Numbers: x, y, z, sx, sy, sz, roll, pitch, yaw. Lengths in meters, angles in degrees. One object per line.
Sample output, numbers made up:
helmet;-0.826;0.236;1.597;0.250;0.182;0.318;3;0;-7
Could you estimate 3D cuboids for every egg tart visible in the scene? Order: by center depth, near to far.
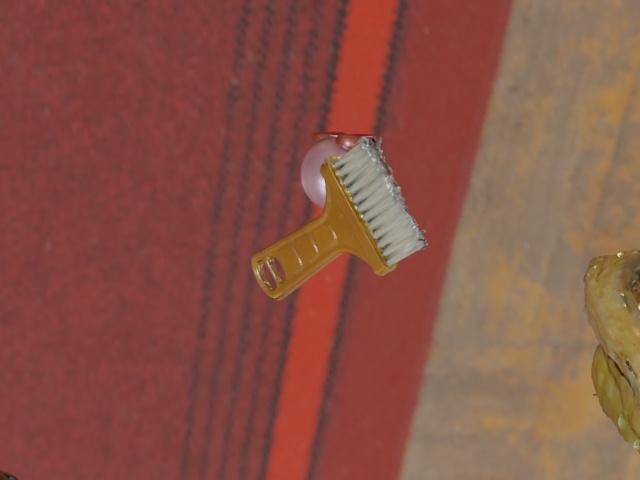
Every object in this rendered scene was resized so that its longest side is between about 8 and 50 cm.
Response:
egg tart;0.273;0.124;1.205;0.290;0.291;0.107;22;121;-29

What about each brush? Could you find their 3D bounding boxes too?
brush;0.000;0.000;1.379;0.017;0.090;0.314;-26;177;-22

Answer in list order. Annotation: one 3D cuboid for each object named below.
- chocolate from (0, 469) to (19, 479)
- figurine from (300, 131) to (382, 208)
chocolate;-0.140;0.254;0.908;0.126;0.148;0.343;0;133;31
figurine;0.014;-0.062;1.688;0.067;0.083;0.071;-3;98;-26
